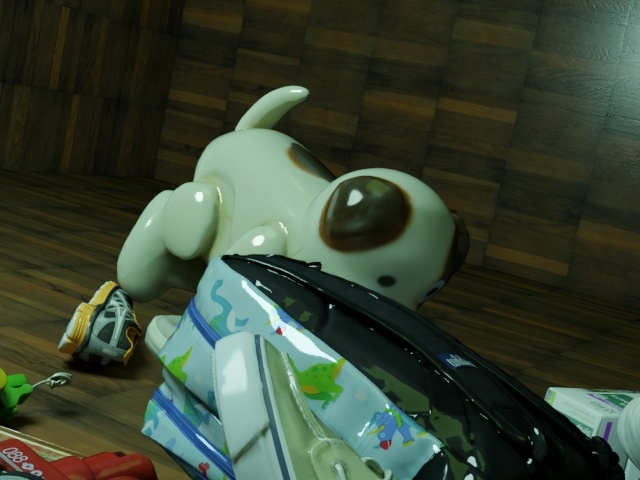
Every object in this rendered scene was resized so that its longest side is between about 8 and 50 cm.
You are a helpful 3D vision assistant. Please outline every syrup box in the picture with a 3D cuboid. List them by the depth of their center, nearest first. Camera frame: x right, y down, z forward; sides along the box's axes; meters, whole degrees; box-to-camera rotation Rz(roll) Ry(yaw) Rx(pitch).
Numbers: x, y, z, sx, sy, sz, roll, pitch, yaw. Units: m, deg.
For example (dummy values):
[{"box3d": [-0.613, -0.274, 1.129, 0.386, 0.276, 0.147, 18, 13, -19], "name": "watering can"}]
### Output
[{"box3d": [0.379, 0.240, 1.205, 0.237, 0.096, 0.093, 8, 8, -31], "name": "syrup box"}]

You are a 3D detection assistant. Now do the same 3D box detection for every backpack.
[{"box3d": [0.019, 0.146, 0.816, 0.355, 0.273, 0.290, 48, 19, 29], "name": "backpack"}]

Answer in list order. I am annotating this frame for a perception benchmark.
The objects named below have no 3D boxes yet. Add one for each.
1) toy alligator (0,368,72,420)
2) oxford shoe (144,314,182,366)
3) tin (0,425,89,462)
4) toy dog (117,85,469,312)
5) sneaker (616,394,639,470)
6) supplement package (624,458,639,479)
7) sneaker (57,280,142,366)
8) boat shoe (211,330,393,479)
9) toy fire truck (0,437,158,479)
[{"box3d": [-0.318, 0.155, 0.958, 0.190, 0.056, 0.051, 6, 51, -44], "name": "toy alligator"}, {"box3d": [0.019, 0.151, 1.081, 0.449, 0.130, 0.169, 19, 10, 19], "name": "oxford shoe"}, {"box3d": [-0.240, 0.185, 0.801, 0.190, 0.040, 0.106, 17, 1, 6], "name": "tin"}, {"box3d": [0.000, 0.000, 1.337, 0.408, 0.395, 0.284, 12, -17, 44], "name": "toy dog"}, {"box3d": [0.379, 0.235, 0.821, 0.292, 0.108, 0.169, 39, -4, 15], "name": "sneaker"}, {"box3d": [0.428, 0.190, 1.005, 0.199, 0.262, 0.198, 14, 8, 22], "name": "supplement package"}, {"box3d": [-0.266, 0.114, 1.262, 0.083, 0.084, 0.215, 25, 10, -3], "name": "sneaker"}, {"box3d": [0.011, 0.179, 0.598, 0.094, 0.109, 0.302, -19, 55, -7], "name": "boat shoe"}, {"box3d": [-0.109, 0.205, 0.630, 0.246, 0.158, 0.217, -10, 20, -44], "name": "toy fire truck"}]
